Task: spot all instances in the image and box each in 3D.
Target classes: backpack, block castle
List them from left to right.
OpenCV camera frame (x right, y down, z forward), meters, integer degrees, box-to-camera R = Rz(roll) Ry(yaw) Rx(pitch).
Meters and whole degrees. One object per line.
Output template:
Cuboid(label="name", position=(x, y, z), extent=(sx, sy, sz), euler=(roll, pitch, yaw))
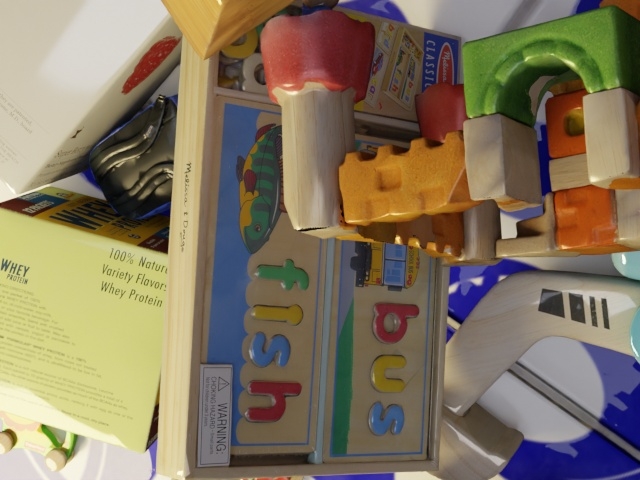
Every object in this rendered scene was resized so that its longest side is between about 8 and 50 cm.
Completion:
Cuboid(label="backpack", position=(-0.154, -0.076, 1.106), extent=(0.120, 0.101, 0.098), euler=(-31, 87, 19))
Cuboid(label="block castle", position=(0.213, -0.118, 0.795), extent=(0.453, 0.303, 0.212), euler=(-9, 78, 36))

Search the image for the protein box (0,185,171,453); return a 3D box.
Cuboid(label="protein box", position=(-0.227, 0.072, 1.130), extent=(0.200, 0.136, 0.201), euler=(15, 104, 7))

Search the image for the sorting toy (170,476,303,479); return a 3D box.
Cuboid(label="sorting toy", position=(-0.086, 0.240, 1.186), extent=(0.132, 0.046, 0.274), euler=(22, 104, 5))

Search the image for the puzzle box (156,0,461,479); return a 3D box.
Cuboid(label="puzzle box", position=(0.000, 0.000, 0.983), extent=(0.052, 0.272, 0.408), euler=(-2, 84, 54))

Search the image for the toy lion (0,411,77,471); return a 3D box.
Cuboid(label="toy lion", position=(-0.309, 0.190, 1.223), extent=(0.100, 0.034, 0.096), euler=(17, 100, 6))

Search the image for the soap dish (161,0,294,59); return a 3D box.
Cuboid(label="soap dish", position=(-0.072, -0.318, 0.833), extent=(0.229, 0.118, 0.291), euler=(-35, 101, -9))

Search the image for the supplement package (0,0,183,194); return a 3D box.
Cuboid(label="supplement package", position=(-0.220, -0.214, 1.051), extent=(0.175, 0.177, 0.293), euler=(44, 105, 0))

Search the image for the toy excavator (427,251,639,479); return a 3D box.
Cuboid(label="toy excavator", position=(0.305, 0.046, 1.022), extent=(0.445, 0.222, 0.432), euler=(13, 104, 21))
